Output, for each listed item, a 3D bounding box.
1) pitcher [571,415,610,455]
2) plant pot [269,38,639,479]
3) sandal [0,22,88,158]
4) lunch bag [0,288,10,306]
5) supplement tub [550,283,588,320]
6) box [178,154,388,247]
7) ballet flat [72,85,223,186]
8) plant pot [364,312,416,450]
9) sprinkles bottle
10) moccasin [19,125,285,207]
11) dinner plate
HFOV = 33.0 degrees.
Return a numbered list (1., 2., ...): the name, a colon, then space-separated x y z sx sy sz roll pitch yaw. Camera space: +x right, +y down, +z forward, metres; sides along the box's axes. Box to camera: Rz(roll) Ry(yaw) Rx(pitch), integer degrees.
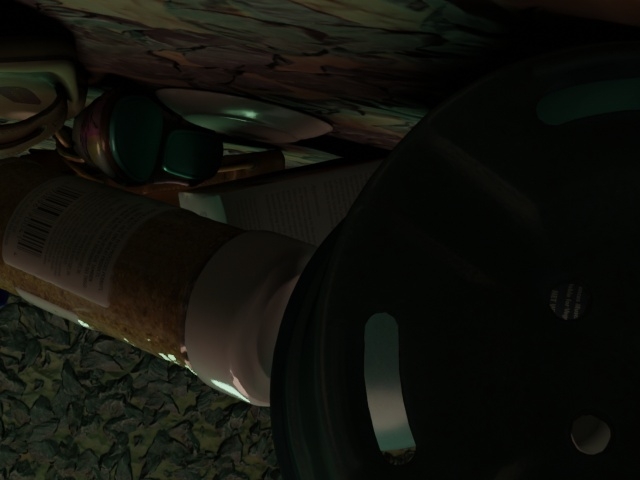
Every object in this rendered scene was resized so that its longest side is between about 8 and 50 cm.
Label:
1. pitcher: 0.278 0.200 1.242 0.178 0.125 0.207 40 166 -24
2. plant pot: 0.128 0.073 0.558 0.341 0.341 0.334 11 171 5
3. sandal: -0.216 -0.093 0.711 0.120 0.086 0.303 11 178 1
4. lunch bag: -0.616 -0.076 1.438 0.328 0.238 0.385 10 162 38
5. supplement tub: 0.320 0.072 0.971 0.272 0.191 0.191 9 177 44
6. box: -0.021 -0.016 0.958 0.171 0.091 0.130 -14 -172 -24
7. ballet flat: -0.155 -0.084 0.897 0.079 0.076 0.221 14 -177 17
8. plant pot: 0.136 0.070 1.141 0.195 0.290 0.290 -12 164 37
9. sprinkles bottle: -0.152 0.021 0.861 0.355 0.121 0.121 17 -178 38
10. moccasin: -0.220 -0.064 1.100 0.380 0.146 0.139 6 -169 18
11. dinner plate: -0.061 -0.095 0.846 0.141 0.017 0.141 10 177 1
